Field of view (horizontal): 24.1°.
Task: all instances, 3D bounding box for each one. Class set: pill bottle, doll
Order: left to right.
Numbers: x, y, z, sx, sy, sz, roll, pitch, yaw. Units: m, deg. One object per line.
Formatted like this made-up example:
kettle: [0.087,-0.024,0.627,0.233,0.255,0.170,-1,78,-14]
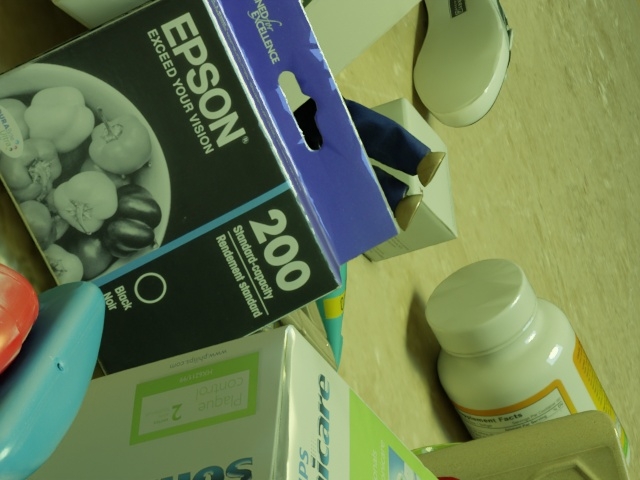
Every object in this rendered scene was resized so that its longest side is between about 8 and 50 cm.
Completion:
doll: [-0.004,-0.085,1.094,0.189,0.129,0.046,27,22,4]
pill bottle: [0.195,0.141,1.444,0.245,0.136,0.136,60,26,-30]

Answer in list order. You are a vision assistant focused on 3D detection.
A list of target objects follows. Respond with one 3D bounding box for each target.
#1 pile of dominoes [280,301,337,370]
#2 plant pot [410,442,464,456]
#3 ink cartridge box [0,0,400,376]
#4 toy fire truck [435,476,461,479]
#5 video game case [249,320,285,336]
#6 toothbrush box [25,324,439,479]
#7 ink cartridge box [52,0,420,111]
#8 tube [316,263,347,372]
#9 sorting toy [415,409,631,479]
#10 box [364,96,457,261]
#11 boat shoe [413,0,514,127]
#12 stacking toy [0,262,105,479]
pile of dominoes: [-0.080,-0.032,1.056,0.251,0.040,0.196,52,13,-46]
plant pot: [0.118,0.222,1.302,0.083,0.083,0.079,-13,98,-67]
ink cartridge box: [-0.073,-0.040,0.881,0.206,0.208,0.045,65,-10,-19]
toy fire truck: [0.088,0.259,0.968,0.246,0.158,0.217,70,16,-77]
video game case: [-0.039,0.121,1.066,0.201,0.023,0.183,-16,90,-68]
toothbrush box: [-0.039,0.185,0.783,0.283,0.206,0.122,48,34,-45]
ink cartridge box: [-0.074,-0.209,0.966,0.171,0.168,0.233,57,12,30]
tube: [0.000,0.000,1.179,0.080,0.052,0.207,-65,150,-66]
sorting toy: [0.205,0.257,1.200,0.041,0.307,0.229,80,-5,-81]
box: [0.061,-0.053,1.334,0.102,0.087,0.101,41,39,-52]
boat shoe: [0.170,-0.210,1.688,0.102,0.108,0.301,55,22,-34]
stacking toy: [-0.230,-0.025,0.559,0.302,0.166,0.175,61,16,-17]
